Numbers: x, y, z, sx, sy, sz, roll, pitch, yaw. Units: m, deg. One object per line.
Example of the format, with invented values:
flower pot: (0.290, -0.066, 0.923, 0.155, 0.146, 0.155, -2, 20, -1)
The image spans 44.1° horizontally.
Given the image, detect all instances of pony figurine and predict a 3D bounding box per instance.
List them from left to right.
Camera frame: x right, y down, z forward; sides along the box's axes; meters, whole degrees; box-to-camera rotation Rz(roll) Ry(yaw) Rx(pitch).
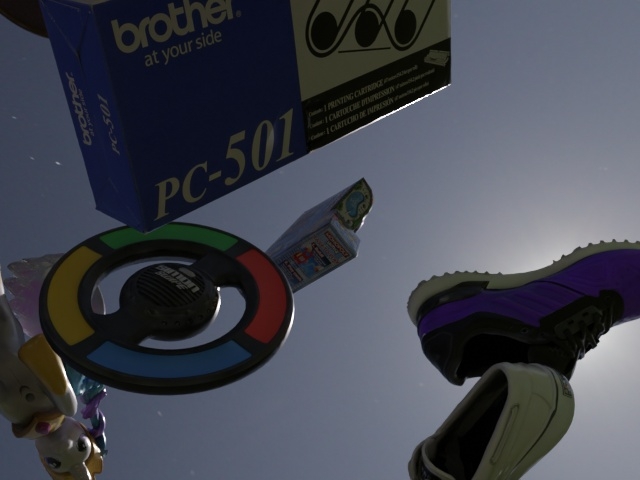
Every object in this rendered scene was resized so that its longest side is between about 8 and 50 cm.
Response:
pony figurine: (-0.379, 0.129, 0.919, 0.303, 0.351, 0.363, -34, -30, -20)

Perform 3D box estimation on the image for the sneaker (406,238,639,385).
sneaker: (0.248, 0.094, 0.828, 0.293, 0.146, 0.102, -12, -54, 1)

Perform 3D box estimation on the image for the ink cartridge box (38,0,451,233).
ink cartridge box: (-0.018, -0.091, 0.373, 0.207, 0.046, 0.097, -30, -52, -35)

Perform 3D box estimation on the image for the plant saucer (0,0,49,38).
plant saucer: (-0.218, -0.215, 0.595, 0.168, 0.168, 0.029, 50, -132, -28)

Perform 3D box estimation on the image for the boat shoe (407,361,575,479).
boat shoe: (0.122, 0.208, 0.723, 0.084, 0.095, 0.258, 19, -69, -27)

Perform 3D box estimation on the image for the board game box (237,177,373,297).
board game box: (0.000, 0.000, 1.099, 0.060, 0.194, 0.194, 51, -129, -10)

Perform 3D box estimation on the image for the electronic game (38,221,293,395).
electronic game: (-0.138, 0.054, 0.727, 0.229, 0.229, 0.048, -12, -50, -27)
